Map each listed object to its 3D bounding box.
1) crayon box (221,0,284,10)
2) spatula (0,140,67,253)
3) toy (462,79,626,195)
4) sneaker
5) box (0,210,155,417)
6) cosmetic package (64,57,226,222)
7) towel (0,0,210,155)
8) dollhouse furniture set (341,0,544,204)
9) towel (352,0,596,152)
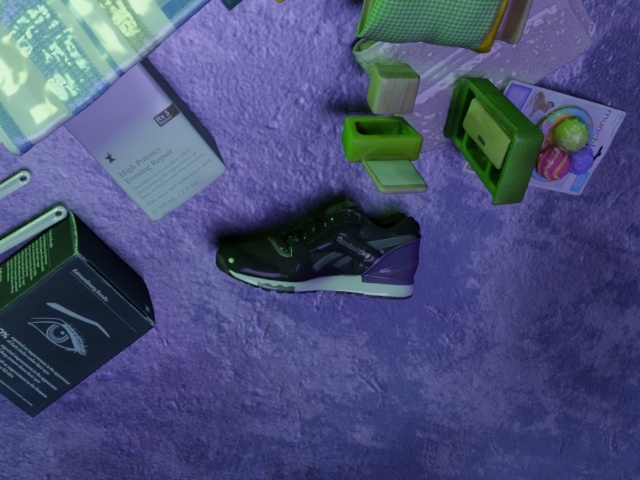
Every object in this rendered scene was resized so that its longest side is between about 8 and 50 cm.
[{"bbox_3d":[-0.021,-0.405,1.103,0.323,0.083,0.203,-36,124,6],"label":"crayon box"},{"bbox_3d":[-0.440,-0.022,1.243,0.242,0.019,0.168,-30,119,1],"label":"spatula"},{"bbox_3d":[0.314,-0.123,1.378,0.237,0.056,0.137,9,118,-34],"label":"toy"},{"bbox_3d":[0.000,0.000,1.364,0.283,0.107,0.124,4,104,-24],"label":"sneaker"},{"bbox_3d":[-0.335,0.093,1.289,0.207,0.108,0.153,-36,124,5],"label":"box"},{"bbox_3d":[-0.223,-0.144,1.196,0.117,0.085,0.231,-36,125,6],"label":"cosmetic package"},{"bbox_3d":[-0.278,-0.250,1.083,0.285,0.034,0.209,-38,91,5],"label":"towel"},{"bbox_3d":[0.153,-0.203,1.166,0.197,0.151,0.302,-3,128,-20],"label":"dollhouse furniture set"},{"bbox_3d":[0.200,-0.246,1.293,0.282,0.049,0.187,-34,124,4],"label":"towel"}]
